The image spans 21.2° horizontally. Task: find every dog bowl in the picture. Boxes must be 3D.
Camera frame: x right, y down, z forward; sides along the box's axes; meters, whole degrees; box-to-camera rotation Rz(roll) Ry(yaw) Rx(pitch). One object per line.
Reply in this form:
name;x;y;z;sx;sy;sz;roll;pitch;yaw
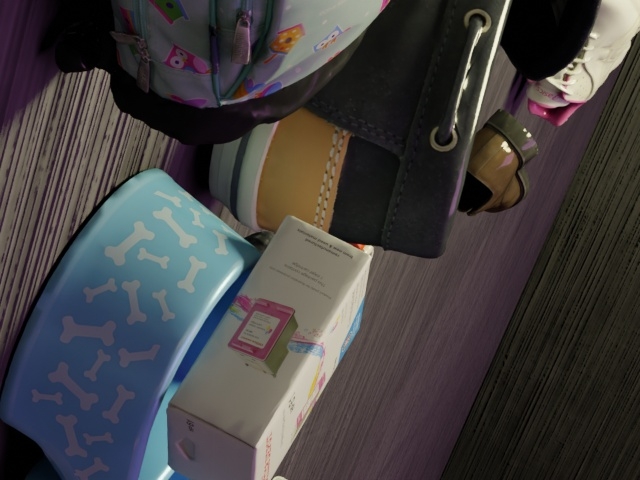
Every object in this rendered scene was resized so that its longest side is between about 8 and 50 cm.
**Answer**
dog bowl;-0.105;0.103;0.922;0.166;0.074;0.297;-50;162;-50

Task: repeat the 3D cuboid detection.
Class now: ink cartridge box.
ink cartridge box;-0.026;0.063;0.869;0.122;0.052;0.088;-57;167;-26

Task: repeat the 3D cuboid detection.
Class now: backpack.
backpack;-0.022;-0.137;0.660;0.152;0.115;0.182;-53;162;-34

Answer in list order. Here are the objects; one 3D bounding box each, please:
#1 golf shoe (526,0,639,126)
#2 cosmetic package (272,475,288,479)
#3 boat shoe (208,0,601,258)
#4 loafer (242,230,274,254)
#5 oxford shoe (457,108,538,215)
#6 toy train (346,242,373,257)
golf shoe;0.296;-0.221;1.954;0.140;0.115;0.306;-59;167;-9
cosmetic package;-0.060;0.402;1.712;0.160;0.113;0.309;-53;165;-44
boat shoe;0.109;-0.181;1.069;0.500;0.156;0.187;-58;166;-33
loafer;-0.052;0.083;1.110;0.078;0.076;0.223;-46;157;-35
oxford shoe;0.173;-0.068;1.858;0.096;0.083;0.227;-44;165;-7
toy train;0.000;0.000;1.260;0.166;0.046;0.125;-34;150;-63
